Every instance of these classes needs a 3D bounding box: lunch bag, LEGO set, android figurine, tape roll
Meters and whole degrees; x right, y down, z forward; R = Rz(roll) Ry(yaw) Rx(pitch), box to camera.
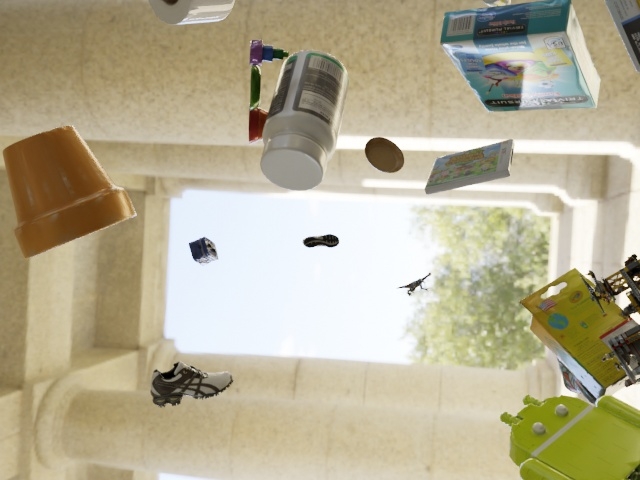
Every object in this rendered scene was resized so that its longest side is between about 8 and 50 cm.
[{"bbox_3d":[-0.352,0.029,2.190,0.098,0.065,0.067,47,-158,-69],"label":"lunch bag"},{"bbox_3d":[0.713,0.212,1.615,0.255,0.192,0.331,37,-155,-53],"label":"LEGO set"},{"bbox_3d":[0.411,0.323,1.121,0.248,0.273,0.056,-23,-59,-31],"label":"android figurine"},{"bbox_3d":[-0.391,-0.778,2.162,0.169,0.246,0.246,-20,-63,-43],"label":"tape roll"}]

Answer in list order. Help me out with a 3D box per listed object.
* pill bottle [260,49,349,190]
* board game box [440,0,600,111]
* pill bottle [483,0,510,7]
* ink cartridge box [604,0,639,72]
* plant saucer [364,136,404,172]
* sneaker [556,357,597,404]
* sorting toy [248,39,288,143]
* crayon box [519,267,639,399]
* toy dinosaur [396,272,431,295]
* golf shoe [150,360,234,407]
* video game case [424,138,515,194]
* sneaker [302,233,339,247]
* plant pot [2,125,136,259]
[{"bbox_3d":[-0.045,-0.326,1.959,0.204,0.204,0.361,77,-159,-54],"label":"pill bottle"},{"bbox_3d":[0.438,-0.383,1.547,0.336,0.253,0.079,29,-111,-55],"label":"board game box"},{"bbox_3d":[0.392,-0.537,1.597,0.083,0.043,0.043,-4,-83,-55],"label":"pill bottle"},{"bbox_3d":[0.705,-0.559,1.588,0.307,0.072,0.304,-39,-77,-41],"label":"ink cartridge box"},{"bbox_3d":[0.120,-0.160,1.374,0.015,0.083,0.083,126,159,-54],"label":"plant saucer"},{"bbox_3d":[0.776,0.407,2.117,0.262,0.104,0.125,-98,6,-62],"label":"sneaker"},{"bbox_3d":[-0.140,-0.411,2.029,0.365,0.126,0.127,100,170,-55],"label":"sorting toy"},{"bbox_3d":[0.693,0.235,1.862,0.318,0.202,0.081,52,164,38],"label":"crayon box"},{"bbox_3d":[0.268,0.113,1.985,0.082,0.090,0.047,-53,-21,-30],"label":"toy dinosaur"},{"bbox_3d":[-0.301,0.326,1.694,0.077,0.198,0.094,-162,64,-64],"label":"golf shoe"},{"bbox_3d":[0.380,-0.188,1.826,0.023,0.212,0.193,66,-153,-23],"label":"video game case"},{"bbox_3d":[0.000,0.000,2.009,0.044,0.109,0.040,-168,79,-72],"label":"sneaker"},{"bbox_3d":[-0.456,-0.092,1.264,0.205,0.205,0.188,-46,-65,-73],"label":"plant pot"}]
